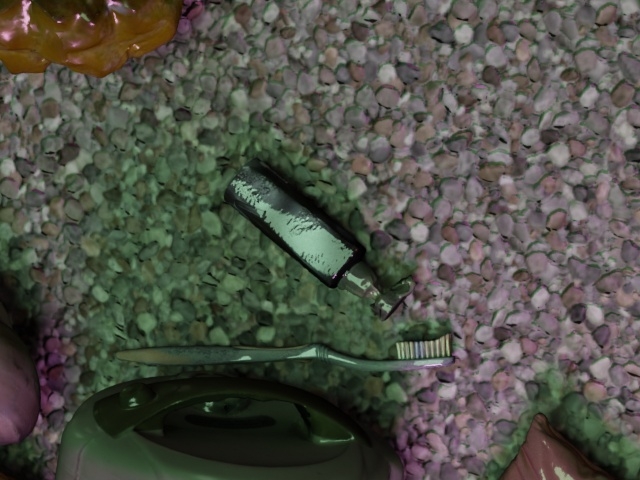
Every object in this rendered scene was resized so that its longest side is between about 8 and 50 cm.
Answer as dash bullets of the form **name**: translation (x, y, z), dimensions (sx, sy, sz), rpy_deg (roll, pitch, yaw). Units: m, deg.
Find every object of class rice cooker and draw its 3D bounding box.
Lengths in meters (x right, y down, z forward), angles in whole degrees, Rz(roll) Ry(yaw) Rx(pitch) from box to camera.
- **rice cooker**: translation (-0.095, 0.290, 1.571), dimensions (0.335, 0.335, 0.325), rpy_deg (14, 102, 18)

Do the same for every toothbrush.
- **toothbrush**: translation (-0.043, 0.118, 1.676), dimensions (0.375, 0.028, 0.037), rpy_deg (-3, 92, 21)

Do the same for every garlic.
- **garlic**: translation (-0.417, 0.145, 1.720), dimensions (0.237, 0.292, 0.210), rpy_deg (-37, 47, 12)

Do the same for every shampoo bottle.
- **shampoo bottle**: translation (-0.001, 0.000, 1.627), dimensions (0.207, 0.057, 0.063), rpy_deg (40, 102, 9)

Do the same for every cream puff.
- **cream puff**: translation (-0.258, -0.284, 1.630), dimensions (0.281, 0.185, 0.282), rpy_deg (3, 72, -10)

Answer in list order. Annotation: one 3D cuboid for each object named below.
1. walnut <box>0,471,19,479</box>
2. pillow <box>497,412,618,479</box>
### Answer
- **walnut**: translation (-0.400, 0.327, 1.763), dimensions (0.225, 0.193, 0.193), rpy_deg (-15, 93, 23)
- **pillow**: translation (0.231, 0.316, 1.572), dimensions (0.223, 0.084, 0.236), rpy_deg (37, 108, 13)
